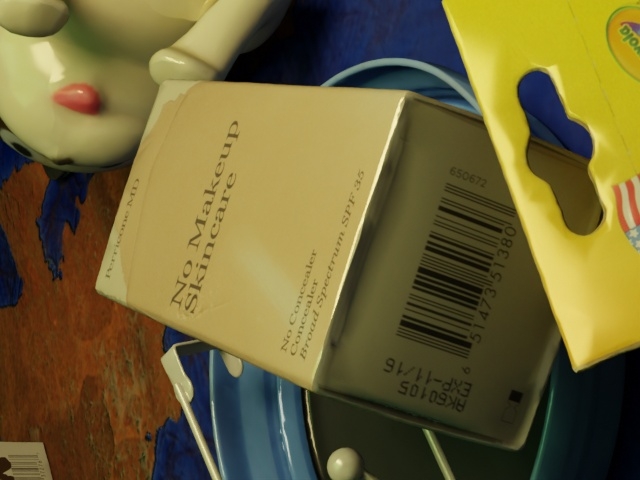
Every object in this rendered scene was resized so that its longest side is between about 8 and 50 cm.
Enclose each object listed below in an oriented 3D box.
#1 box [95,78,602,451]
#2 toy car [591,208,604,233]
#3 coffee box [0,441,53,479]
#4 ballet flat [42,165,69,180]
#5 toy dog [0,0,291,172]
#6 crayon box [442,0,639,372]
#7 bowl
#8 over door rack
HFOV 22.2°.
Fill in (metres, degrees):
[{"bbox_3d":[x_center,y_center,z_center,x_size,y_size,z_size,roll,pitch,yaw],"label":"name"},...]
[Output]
[{"bbox_3d":[0.000,0.000,0.865,0.311,0.121,0.148,11,83,63],"label":"box"},{"bbox_3d":[0.208,-0.061,0.838,0.053,0.239,0.225,45,103,3],"label":"toy car"},{"bbox_3d":[-0.422,0.285,1.584,0.168,0.297,0.119,-55,43,37],"label":"coffee box"},{"bbox_3d":[-0.249,-0.135,1.589,0.203,0.074,0.074,-50,47,40],"label":"ballet flat"},{"bbox_3d":[-0.166,-0.245,1.302,0.395,0.284,0.408,-119,45,-58],"label":"toy dog"},{"bbox_3d":[0.233,-0.075,0.700,0.318,0.081,0.202,-21,62,11],"label":"crayon box"},{"bbox_3d":[0.054,0.076,1.102,0.391,0.077,0.391,-11,77,55],"label":"bowl"},{"bbox_3d":[-0.018,0.150,1.035,0.239,0.108,0.324,-45,50,43],"label":"over door rack"}]
